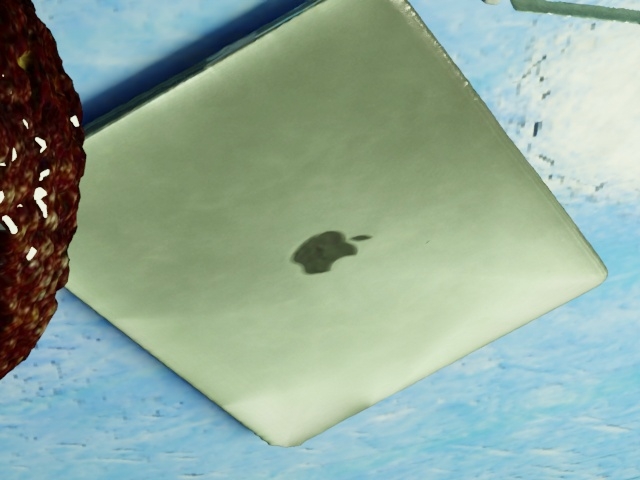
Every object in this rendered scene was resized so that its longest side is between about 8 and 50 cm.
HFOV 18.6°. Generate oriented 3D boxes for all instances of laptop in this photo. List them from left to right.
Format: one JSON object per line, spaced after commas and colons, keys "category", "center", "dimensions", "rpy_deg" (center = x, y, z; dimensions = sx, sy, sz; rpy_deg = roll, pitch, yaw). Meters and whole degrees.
{"category": "laptop", "center": [0.000, 0.000, 0.836], "dimensions": [0.188, 0.015, 0.269], "rpy_deg": [-28, 143, 13]}

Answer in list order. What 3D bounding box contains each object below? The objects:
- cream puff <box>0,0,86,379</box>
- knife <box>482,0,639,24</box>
{"category": "cream puff", "center": [-0.191, -0.026, 0.592], "dimensions": [0.239, 0.165, 0.239], "rpy_deg": [-11, 143, -9]}
{"category": "knife", "center": [0.132, -0.182, 0.621], "dimensions": [0.123, 0.053, 0.278], "rpy_deg": [1, 140, -17]}
